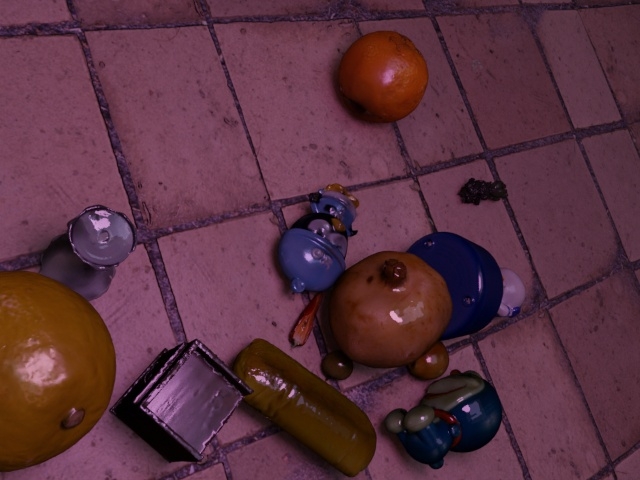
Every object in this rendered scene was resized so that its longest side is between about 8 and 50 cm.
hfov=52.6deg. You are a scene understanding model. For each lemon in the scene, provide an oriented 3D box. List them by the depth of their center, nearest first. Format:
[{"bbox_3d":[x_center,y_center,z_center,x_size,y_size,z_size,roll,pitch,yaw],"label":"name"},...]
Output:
[{"bbox_3d":[-0.508,0.212,1.065,0.347,0.348,0.348,10,69,-28],"label":"lemon"}]

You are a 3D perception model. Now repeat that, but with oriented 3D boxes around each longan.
[{"bbox_3d":[0.039,0.300,1.528,0.075,0.075,0.083,29,103,-19],"label":"longan"}]

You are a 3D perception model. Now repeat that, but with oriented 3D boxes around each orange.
[{"bbox_3d":[0.164,-0.437,1.742,0.246,0.246,0.246,10,69,-28],"label":"orange"}]

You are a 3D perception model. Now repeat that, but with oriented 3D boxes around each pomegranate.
[{"bbox_3d":[0.153,0.164,1.496,0.307,0.307,0.307,10,69,-28],"label":"pomegranate"}]

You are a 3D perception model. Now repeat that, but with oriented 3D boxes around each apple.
[{"bbox_3d":[0.270,0.296,1.641,0.102,0.099,0.114,-9,82,-30],"label":"apple"}]

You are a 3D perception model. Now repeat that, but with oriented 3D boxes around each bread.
[{"bbox_3d":[-0.024,0.355,1.411,0.383,0.112,0.166,40,26,-14],"label":"bread"}]

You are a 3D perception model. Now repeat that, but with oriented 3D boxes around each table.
[{"bbox_3d":[-0.273,0.310,1.259,0.172,0.193,0.169,45,58,-10],"label":"table"}]

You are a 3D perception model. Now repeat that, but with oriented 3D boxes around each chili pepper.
[{"bbox_3d":[-0.032,0.184,1.543,0.045,0.027,0.178,38,59,-19],"label":"chili pepper"}]

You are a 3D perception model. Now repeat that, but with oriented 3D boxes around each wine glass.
[{"bbox_3d":[-0.439,0.024,1.233,0.156,0.232,0.156,10,69,-28],"label":"wine glass"}]

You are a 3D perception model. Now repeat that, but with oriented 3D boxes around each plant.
[{"bbox_3d":[0.488,-0.149,1.933,0.174,0.087,0.085,-6,107,-27],"label":"plant"}]

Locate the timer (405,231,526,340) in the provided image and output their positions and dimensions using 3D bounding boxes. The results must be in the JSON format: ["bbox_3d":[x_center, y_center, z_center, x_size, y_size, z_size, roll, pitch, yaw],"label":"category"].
[{"bbox_3d":[0.413,0.134,1.717,0.383,0.270,0.271,10,68,-43],"label":"timer"}]

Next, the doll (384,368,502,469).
[{"bbox_3d":[0.311,0.430,1.560,0.321,0.198,0.186,-21,86,-33],"label":"doll"}]

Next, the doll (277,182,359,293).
[{"bbox_3d":[0.000,0.000,1.556,0.177,0.141,0.314,39,55,-19],"label":"doll"}]
